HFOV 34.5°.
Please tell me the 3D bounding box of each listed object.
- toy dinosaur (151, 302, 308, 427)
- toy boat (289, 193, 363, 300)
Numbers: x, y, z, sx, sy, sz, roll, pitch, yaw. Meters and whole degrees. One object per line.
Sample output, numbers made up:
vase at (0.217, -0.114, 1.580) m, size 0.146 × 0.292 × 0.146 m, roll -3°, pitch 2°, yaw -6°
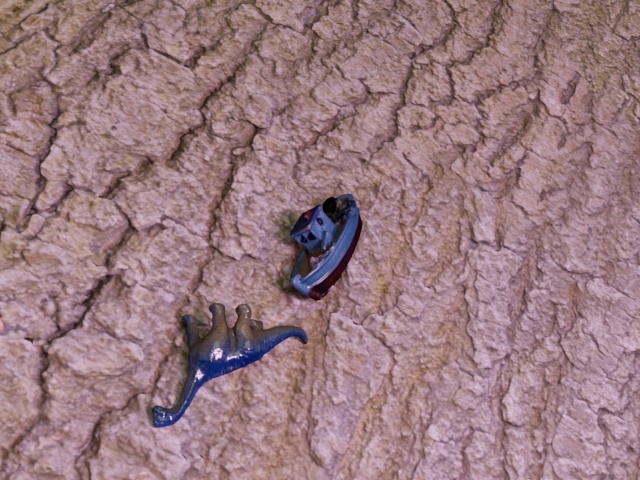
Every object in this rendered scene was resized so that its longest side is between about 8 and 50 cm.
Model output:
toy dinosaur at (-0.125, 0.189, 1.511) m, size 0.248 × 0.075 × 0.188 m, roll 8°, pitch 60°, yaw -22°
toy boat at (0.000, 0.000, 1.663) m, size 0.097 × 0.100 × 0.223 m, roll 48°, pitch 42°, yaw -21°
